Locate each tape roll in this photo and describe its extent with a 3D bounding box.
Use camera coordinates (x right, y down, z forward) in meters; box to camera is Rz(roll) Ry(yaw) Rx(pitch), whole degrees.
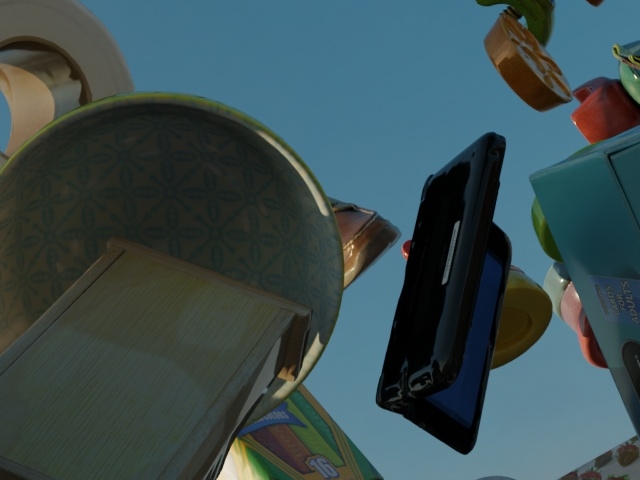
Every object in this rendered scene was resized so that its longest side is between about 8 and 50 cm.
[{"bbox_3d":[-0.333,-0.131,1.226,0.246,0.246,0.169,6,-7,-42],"label":"tape roll"}]

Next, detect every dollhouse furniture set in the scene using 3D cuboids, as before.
[{"bbox_3d":[-0.160,0.239,0.924,0.256,0.362,0.394,-53,-22,-53],"label":"dollhouse furniture set"}]

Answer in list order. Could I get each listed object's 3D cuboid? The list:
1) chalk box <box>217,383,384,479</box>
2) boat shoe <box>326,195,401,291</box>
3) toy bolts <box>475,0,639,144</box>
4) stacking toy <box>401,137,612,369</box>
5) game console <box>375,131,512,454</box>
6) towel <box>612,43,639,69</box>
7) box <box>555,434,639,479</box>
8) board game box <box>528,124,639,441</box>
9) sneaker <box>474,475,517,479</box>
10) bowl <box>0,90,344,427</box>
[{"bbox_3d":[-0.109,0.232,1.345,0.180,0.289,0.179,1,-51,-54],"label":"chalk box"},{"bbox_3d":[0.000,0.000,1.545,0.123,0.116,0.324,-44,8,-18],"label":"boat shoe"},{"bbox_3d":[0.273,-0.193,1.125,0.228,0.218,0.158,43,-64,-16],"label":"toy bolts"},{"bbox_3d":[0.251,-0.009,1.149,0.309,0.130,0.279,5,-49,-31],"label":"stacking toy"},{"bbox_3d":[0.075,0.028,0.566,0.071,0.122,0.107,20,-23,-14],"label":"game console"},{"bbox_3d":[0.237,-0.111,0.801,0.083,0.060,0.009,21,-73,0],"label":"towel"},{"bbox_3d":[0.276,0.305,1.336,0.324,0.063,0.067,-28,-43,-1],"label":"box"},{"bbox_3d":[0.296,0.067,0.667,0.253,0.336,0.079,-24,2,-21],"label":"board game box"},{"bbox_3d":[-0.019,0.213,0.594,0.137,0.210,0.366,-13,29,52],"label":"sneaker"},{"bbox_3d":[-0.132,0.007,0.984,0.289,0.156,0.289,-2,-71,-6],"label":"bowl"}]
